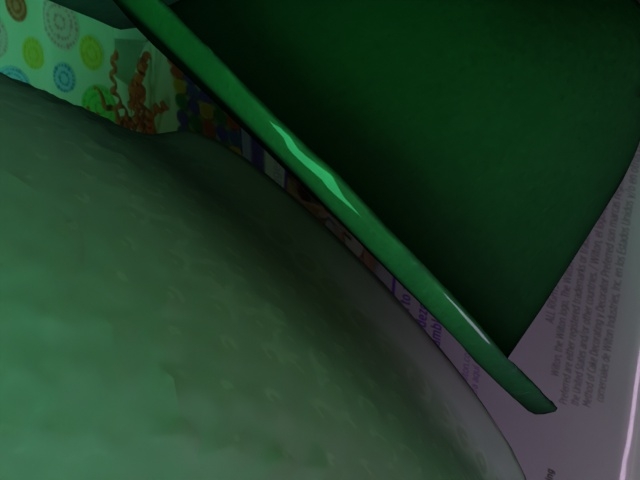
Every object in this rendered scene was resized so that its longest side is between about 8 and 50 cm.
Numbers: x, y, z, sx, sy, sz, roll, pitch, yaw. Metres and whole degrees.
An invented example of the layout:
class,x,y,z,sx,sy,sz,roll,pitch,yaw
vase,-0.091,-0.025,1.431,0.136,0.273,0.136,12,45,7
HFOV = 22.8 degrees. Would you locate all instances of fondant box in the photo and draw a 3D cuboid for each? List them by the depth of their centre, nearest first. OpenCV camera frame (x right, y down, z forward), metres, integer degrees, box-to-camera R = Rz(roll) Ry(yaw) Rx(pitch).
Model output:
class,x,y,z,sx,sy,sz,roll,pitch,yaw
fondant box,0.000,0.000,0.619,0.330,0.096,0.238,22,123,32

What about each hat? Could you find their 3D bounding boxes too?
class,x,y,z,sx,sy,sz,roll,pitch,yaw
hat,0.067,-0.071,0.436,0.173,0.183,0.208,44,-179,-43

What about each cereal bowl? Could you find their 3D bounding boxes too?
class,x,y,z,sx,sy,sz,roll,pitch,yaw
cereal bowl,-0.041,0.073,0.475,0.339,0.141,0.339,45,167,13

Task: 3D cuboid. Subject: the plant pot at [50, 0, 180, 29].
class,x,y,z,sx,sy,sz,roll,pitch,yaw
plant pot,-0.077,-0.225,0.412,0.248,0.252,0.247,-11,75,44
